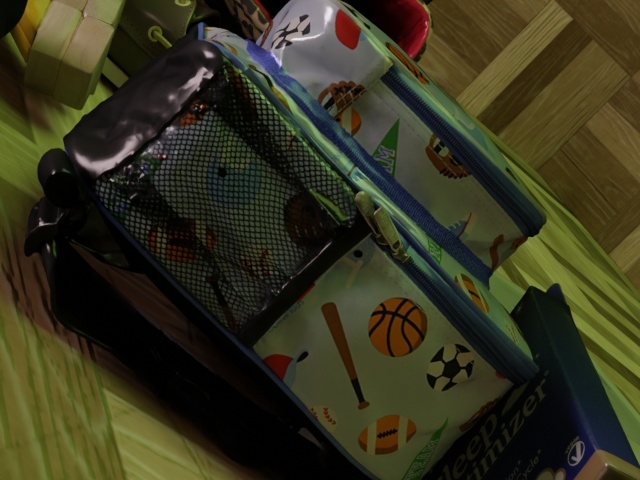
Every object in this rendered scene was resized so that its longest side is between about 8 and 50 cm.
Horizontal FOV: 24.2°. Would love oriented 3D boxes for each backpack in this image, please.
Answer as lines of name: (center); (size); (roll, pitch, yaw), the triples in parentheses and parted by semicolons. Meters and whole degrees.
backpack: (0.000, 0.000, 0.811); (0.263, 0.213, 0.276); (53, 7, -10)

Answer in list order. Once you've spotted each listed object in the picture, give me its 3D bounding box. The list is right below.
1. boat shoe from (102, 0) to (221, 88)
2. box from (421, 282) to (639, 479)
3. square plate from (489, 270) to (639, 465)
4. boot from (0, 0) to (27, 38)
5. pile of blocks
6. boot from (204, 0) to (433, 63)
boat shoe: (-0.108, -0.140, 1.159); (0.324, 0.097, 0.116); (47, 12, 12)
box: (0.107, 0.118, 0.844); (0.036, 0.136, 0.225); (28, 21, -15)
square plate: (0.222, 0.124, 1.493); (0.344, 0.049, 0.347); (31, 17, -46)
boot: (-0.270, -0.164, 0.810); (0.106, 0.082, 0.219); (26, 4, 32)
pile of blocks: (-0.243, -0.224, 1.005); (0.149, 0.112, 0.362); (-14, 66, -25)
boot: (0.039, -0.125, 1.269); (0.377, 0.138, 0.284); (41, -14, 0)
